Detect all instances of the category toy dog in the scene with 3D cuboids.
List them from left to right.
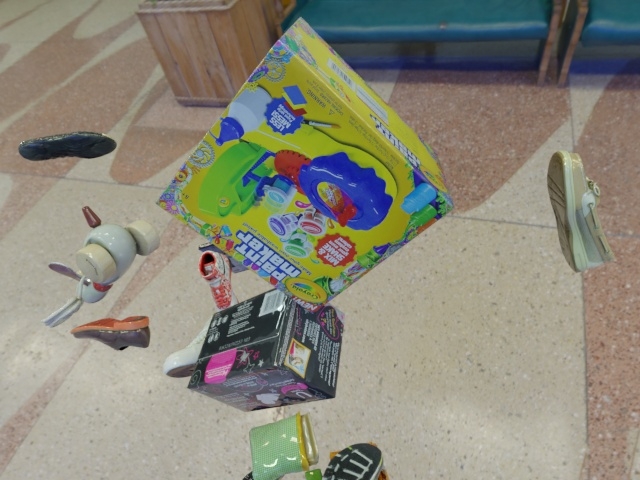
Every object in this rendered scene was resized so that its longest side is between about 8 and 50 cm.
[{"bbox_3d":[-0.531,0.037,0.966,0.333,0.161,0.220,-35,4,21],"label":"toy dog"}]

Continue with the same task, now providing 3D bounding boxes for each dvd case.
[{"bbox_3d":[-0.346,0.060,1.686,0.180,0.253,0.022,-16,57,18],"label":"dvd case"}]

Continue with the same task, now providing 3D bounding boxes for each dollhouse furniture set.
[{"bbox_3d":[-0.100,0.611,1.127,0.197,0.151,0.301,-15,47,-4],"label":"dollhouse furniture set"}]

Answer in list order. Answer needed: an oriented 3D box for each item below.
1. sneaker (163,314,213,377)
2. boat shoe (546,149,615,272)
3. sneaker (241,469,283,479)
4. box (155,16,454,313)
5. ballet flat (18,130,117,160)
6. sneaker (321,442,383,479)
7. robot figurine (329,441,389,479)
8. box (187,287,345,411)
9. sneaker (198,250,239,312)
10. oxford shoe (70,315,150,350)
[{"bbox_3d":[-0.283,0.252,1.018,0.106,0.290,0.123,-33,74,19],"label":"sneaker"},{"bbox_3d":[0.288,-0.033,0.454,0.048,0.153,0.056,-18,24,17],"label":"boat shoe"},{"bbox_3d":[-0.154,0.719,1.241,0.084,0.097,0.234,9,32,40],"label":"sneaker"},{"bbox_3d":[-0.019,-0.094,0.607,0.279,0.290,0.177,-41,22,29],"label":"box"},{"bbox_3d":[-0.500,-0.192,0.822,0.173,0.057,0.049,-9,36,-20],"label":"ballet flat"},{"bbox_3d":[0.046,0.595,0.920,0.111,0.121,0.300,13,48,44],"label":"sneaker"},{"bbox_3d":[0.116,0.726,1.133,0.211,0.085,0.291,-24,50,20],"label":"robot figurine"},{"bbox_3d":[-0.094,0.199,0.749,0.247,0.142,0.163,-25,39,36],"label":"box"},{"bbox_3d":[-0.364,0.167,1.458,0.090,0.145,0.270,-17,69,12],"label":"sneaker"},{"bbox_3d":[-0.631,0.287,1.236,0.271,0.098,0.097,-6,5,20],"label":"oxford shoe"}]
